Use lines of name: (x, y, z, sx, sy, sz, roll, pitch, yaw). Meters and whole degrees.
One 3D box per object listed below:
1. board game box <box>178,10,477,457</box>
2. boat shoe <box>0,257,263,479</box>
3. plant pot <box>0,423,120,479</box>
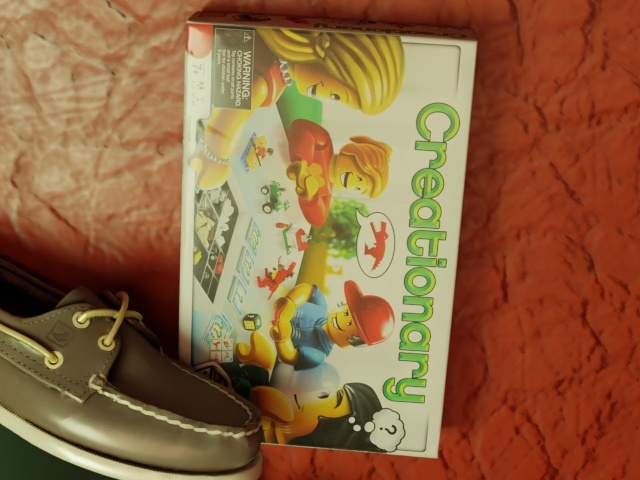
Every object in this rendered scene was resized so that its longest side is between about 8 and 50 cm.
board game box: (0.000, 0.000, 0.887, 0.193, 0.053, 0.305, 4, 108, 3)
boat shoe: (-0.181, 0.074, 0.869, 0.324, 0.116, 0.097, 20, 103, 16)
plant pot: (-0.288, 0.284, 0.901, 0.293, 0.235, 0.293, 1, 107, 4)
